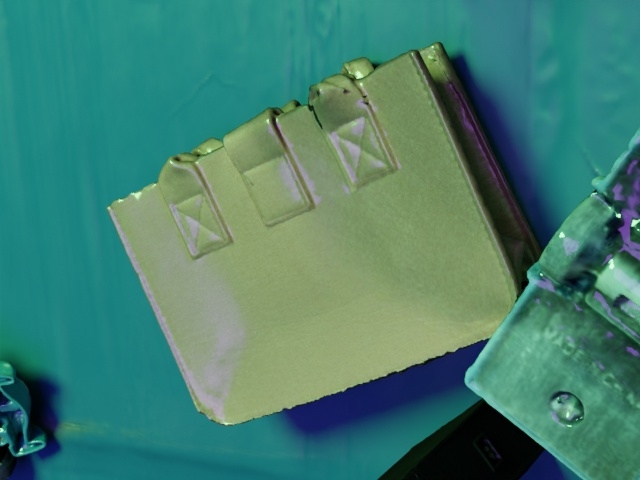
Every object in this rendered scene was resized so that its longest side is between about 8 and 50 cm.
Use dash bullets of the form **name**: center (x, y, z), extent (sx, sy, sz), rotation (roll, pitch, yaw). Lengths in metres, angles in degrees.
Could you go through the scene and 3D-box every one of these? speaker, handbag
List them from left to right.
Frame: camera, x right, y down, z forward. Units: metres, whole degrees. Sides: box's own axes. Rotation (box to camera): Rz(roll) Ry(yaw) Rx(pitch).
- **handbag**: center (0.000, 0.000, 0.686), extent (0.212, 0.059, 0.157), rotation (-24, 94, 31)
- **speaker**: center (0.033, 0.143, 0.618), extent (0.082, 0.218, 0.044), rotation (-41, 83, 30)

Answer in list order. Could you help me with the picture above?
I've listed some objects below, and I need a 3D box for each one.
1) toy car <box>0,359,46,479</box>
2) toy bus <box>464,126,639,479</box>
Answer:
- **toy car**: center (-0.269, 0.101, 0.862), extent (0.161, 0.098, 0.126), rotation (-13, 129, 4)
- **toy bus**: center (0.184, -0.033, 0.533), extent (0.106, 0.131, 0.297), rotation (39, 119, 14)
